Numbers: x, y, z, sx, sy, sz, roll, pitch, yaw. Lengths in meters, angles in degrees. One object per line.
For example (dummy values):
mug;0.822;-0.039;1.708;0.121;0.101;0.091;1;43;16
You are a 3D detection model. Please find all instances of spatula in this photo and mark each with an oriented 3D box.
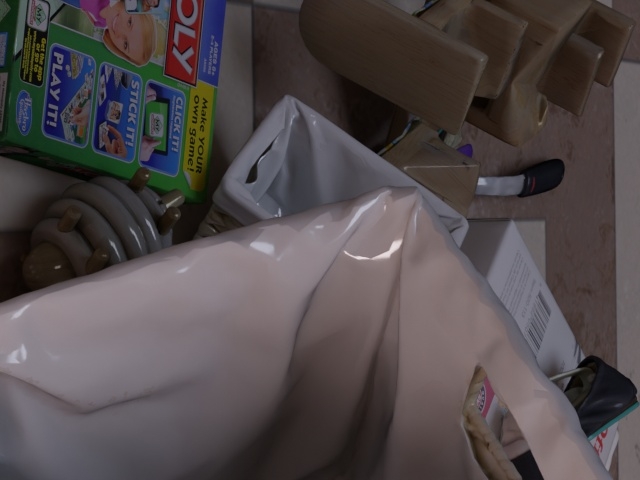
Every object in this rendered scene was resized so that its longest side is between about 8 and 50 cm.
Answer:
spatula;0.166;-0.051;1.759;0.296;0.030;0.084;-10;113;-60

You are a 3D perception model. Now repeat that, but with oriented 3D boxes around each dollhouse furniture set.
dollhouse furniture set;0.096;-0.254;1.485;0.362;0.256;0.394;-41;154;-46

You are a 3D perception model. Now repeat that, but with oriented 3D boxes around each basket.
basket;-0.036;0.200;1.029;0.331;0.328;0.266;-16;143;-20
basket;0.000;0.000;1.371;0.167;0.103;0.113;36;49;-3

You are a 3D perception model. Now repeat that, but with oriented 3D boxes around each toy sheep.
toy sheep;-0.135;-0.001;1.234;0.132;0.091;0.091;-27;113;-34

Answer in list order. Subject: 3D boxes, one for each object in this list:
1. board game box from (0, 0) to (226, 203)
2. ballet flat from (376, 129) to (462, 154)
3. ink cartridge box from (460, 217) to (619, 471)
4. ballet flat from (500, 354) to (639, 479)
board game box;-0.137;-0.198;1.275;0.213;0.046;0.317;16;76;-56
ballet flat;0.082;-0.063;1.613;0.168;0.057;0.052;-48;138;-46
ink cartridge box;0.134;0.148;1.631;0.283;0.117;0.207;58;44;-39
ballet flat;0.183;0.151;1.546;0.203;0.074;0.074;-35;119;-44
